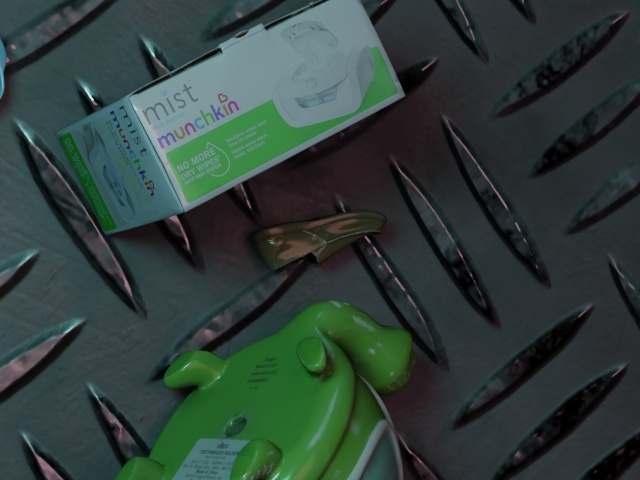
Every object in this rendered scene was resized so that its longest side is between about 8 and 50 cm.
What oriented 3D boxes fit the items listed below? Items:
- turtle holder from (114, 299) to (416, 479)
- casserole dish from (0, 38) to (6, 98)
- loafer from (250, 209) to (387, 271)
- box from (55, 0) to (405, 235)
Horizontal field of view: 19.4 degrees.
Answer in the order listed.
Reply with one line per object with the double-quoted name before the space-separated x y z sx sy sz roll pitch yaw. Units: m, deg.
"turtle holder" -0.034 0.212 1.836 0.227 0.243 0.320 51 27 -28
"casserole dish" -0.392 -0.155 1.784 0.188 0.037 0.114 -23 95 -26
"loafer" 0.000 0.000 1.947 0.148 0.056 0.050 -10 90 -16
"box" -0.092 -0.125 1.816 0.262 0.231 0.127 -29 97 -25
